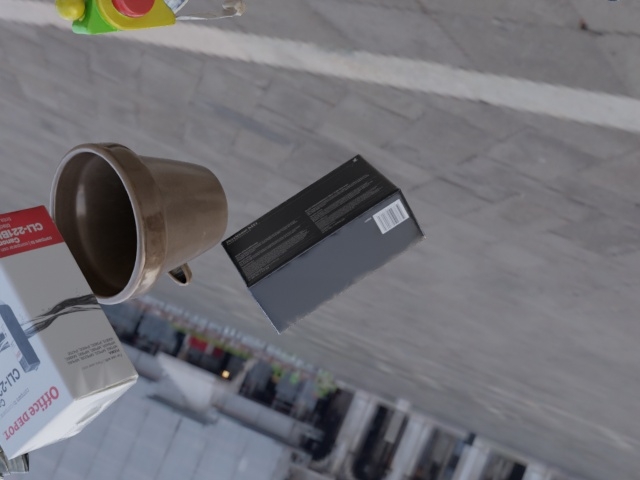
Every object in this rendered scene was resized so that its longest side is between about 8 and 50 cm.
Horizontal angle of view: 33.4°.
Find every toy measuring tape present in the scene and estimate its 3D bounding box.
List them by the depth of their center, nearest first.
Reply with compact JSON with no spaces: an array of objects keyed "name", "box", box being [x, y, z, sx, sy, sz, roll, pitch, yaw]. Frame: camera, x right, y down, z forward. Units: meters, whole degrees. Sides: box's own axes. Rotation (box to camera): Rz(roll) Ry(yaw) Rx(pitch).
[{"name":"toy measuring tape","box":[-0.250,-0.379,1.597,0.330,0.121,0.121,-18,-157,-40]}]

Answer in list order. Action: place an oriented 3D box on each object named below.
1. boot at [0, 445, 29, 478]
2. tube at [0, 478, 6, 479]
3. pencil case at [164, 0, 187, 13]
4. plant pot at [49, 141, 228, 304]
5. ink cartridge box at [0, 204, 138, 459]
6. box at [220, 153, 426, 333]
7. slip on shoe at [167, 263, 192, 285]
[{"name":"boot","box":[-0.668,0.478,2.164,0.161,0.246,0.083,-7,-161,-10]},{"name":"tube","box":[-0.557,0.388,1.580,0.240,0.062,0.070,-22,-173,21]},{"name":"pencil case","box":[-0.391,-0.655,2.442,0.160,0.184,0.410,50,-167,-35]},{"name":"plant pot","box":[-0.282,-0.043,1.767,0.229,0.263,0.263,-12,-160,-43]},{"name":"ink cartridge box","box":[-0.389,0.123,1.414,0.114,0.197,0.272,-19,-107,-51]},{"name":"box","box":[0.000,0.000,1.606,0.103,0.261,0.184,59,176,-30]},{"name":"slip on shoe","box":[-0.290,0.029,2.009,0.135,0.051,0.041,57,-176,-10]}]
